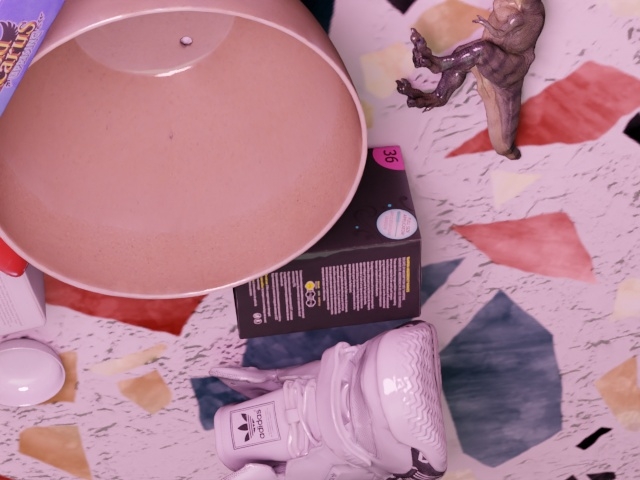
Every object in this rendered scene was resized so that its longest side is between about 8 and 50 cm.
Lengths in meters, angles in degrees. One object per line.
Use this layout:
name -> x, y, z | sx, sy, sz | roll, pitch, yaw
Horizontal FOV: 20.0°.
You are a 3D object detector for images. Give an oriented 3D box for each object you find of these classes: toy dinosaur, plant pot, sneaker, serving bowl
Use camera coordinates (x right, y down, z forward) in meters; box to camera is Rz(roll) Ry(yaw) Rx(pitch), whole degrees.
toy dinosaur -> 0.128, -0.145, 1.492 | 0.118, 0.064, 0.268 | -10, 140, -11
plant pot -> -0.120, -0.121, 1.369 | 0.284, 0.191, 0.284 | -7, 137, -6
sneaker -> 0.003, 0.164, 1.653 | 0.210, 0.137, 0.366 | -5, 167, 0
serving bowl -> -0.281, 0.119, 1.699 | 0.083, 0.027, 0.083 | -6, 136, -6

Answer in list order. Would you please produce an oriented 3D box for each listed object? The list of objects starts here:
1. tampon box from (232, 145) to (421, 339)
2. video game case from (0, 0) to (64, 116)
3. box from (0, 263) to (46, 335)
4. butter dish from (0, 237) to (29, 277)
tampon box -> 0.000, 0.000, 1.567 | 0.161, 0.120, 0.101 | -7, 136, -5
video game case -> -0.265, -0.214, 1.215 | 0.061, 0.244, 0.269 | -10, 146, -46
box -> -0.287, 0.015, 1.539 | 0.087, 0.101, 0.102 | -12, 136, 1
butter dish -> -0.301, -0.062, 1.447 | 0.118, 0.160, 0.160 | -14, 142, 36
